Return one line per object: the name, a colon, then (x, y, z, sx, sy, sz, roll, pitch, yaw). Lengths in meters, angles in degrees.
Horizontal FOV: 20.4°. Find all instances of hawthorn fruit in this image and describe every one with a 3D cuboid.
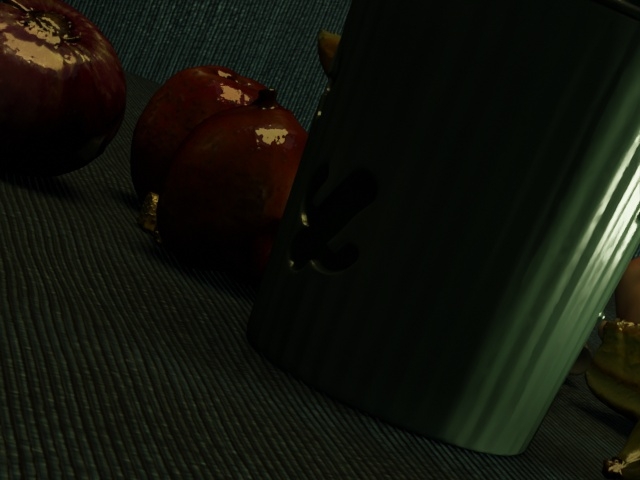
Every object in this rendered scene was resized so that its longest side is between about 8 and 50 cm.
hawthorn fruit: (-0.120, -0.101, 1.957, 0.189, 0.189, 0.189, 22, 7, -3)
hawthorn fruit: (-0.068, -0.053, 1.703, 0.169, 0.188, 0.169, 11, 6, -1)

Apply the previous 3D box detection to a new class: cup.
cup: (0.134, -0.057, 1.517, 0.310, 0.392, 0.401, 24, 7, 6)

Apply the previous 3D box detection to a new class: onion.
onion: (-0.292, -0.149, 1.808, 0.200, 0.201, 0.207, 27, -5, 30)

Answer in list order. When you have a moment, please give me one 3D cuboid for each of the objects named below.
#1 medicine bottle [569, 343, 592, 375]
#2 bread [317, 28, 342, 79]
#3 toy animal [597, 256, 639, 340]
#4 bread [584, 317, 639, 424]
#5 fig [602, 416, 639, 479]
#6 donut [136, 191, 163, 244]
medicine bottle: (0.250, 0.109, 2.040, 0.092, 0.061, 0.221, -3, 11, -7)
bread: (0.117, -0.054, 1.855, 0.233, 0.245, 0.361, 20, 13, -43)
toy animal: (0.474, 0.113, 2.233, 0.210, 0.229, 0.221, -3, -47, 22)
bread: (0.406, 0.174, 1.830, 0.234, 0.111, 0.184, 20, 4, -39)
fig: (0.329, 0.172, 1.534, 0.185, 0.127, 0.133, 20, 20, -49)
donut: (-0.158, -0.020, 1.779, 0.067, 0.038, 0.083, 27, 6, 8)
